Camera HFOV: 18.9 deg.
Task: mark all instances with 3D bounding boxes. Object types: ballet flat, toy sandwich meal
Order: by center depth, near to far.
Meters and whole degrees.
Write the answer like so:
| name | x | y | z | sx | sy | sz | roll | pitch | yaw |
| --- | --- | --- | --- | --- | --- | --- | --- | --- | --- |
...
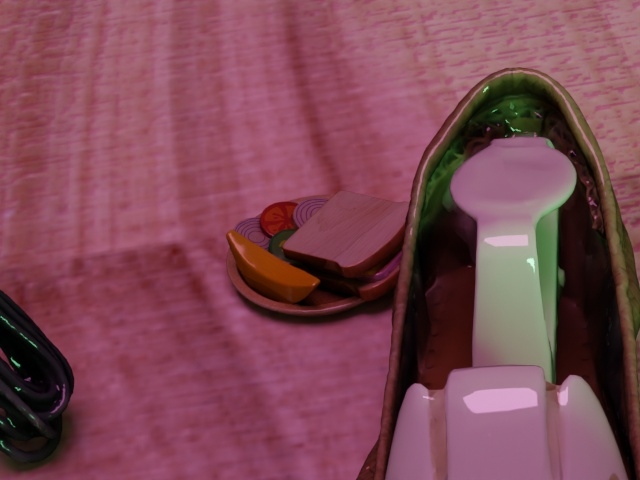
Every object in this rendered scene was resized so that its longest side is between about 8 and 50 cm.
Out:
| name | x | y | z | sx | sy | sz | roll | pitch | yaw |
| --- | --- | --- | --- | --- | --- | --- | --- | --- | --- |
| ballet flat | 0.065 | 0.058 | 0.636 | 0.116 | 0.124 | 0.342 | -1 | 40 | 9 |
| toy sandwich meal | 0.000 | 0.000 | 0.795 | 0.085 | 0.029 | 0.086 | -5 | 39 | 4 |

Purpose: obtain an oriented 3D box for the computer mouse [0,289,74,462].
| name | x | y | z | sx | sy | sz | roll | pitch | yaw |
| --- | --- | --- | --- | --- | --- | --- | --- | --- | --- |
| computer mouse | -0.216 | 0.056 | 0.653 | 0.262 | 0.184 | 0.060 | -37 | 8 | -30 |
